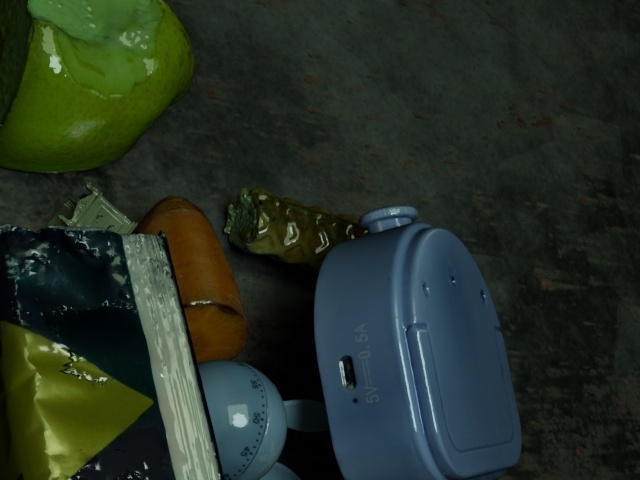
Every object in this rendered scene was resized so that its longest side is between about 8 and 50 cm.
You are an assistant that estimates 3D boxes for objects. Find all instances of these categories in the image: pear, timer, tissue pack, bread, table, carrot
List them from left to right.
[{"bbox_3d":[-0.265,0.214,1.584,0.253,0.264,0.416,2,66,-37],"label":"tissue pack"},{"bbox_3d":[-0.287,-0.014,1.831,0.083,0.062,0.079,43,47,-11],"label":"table"},{"bbox_3d":[-0.283,-0.225,1.877,0.282,0.176,0.286,14,60,-35],"label":"pear"},{"bbox_3d":[-0.182,0.041,1.838,0.159,0.159,0.225,13,49,-33],"label":"carrot"},{"bbox_3d":[-0.099,0.228,1.812,0.255,0.175,0.175,22,49,-65],"label":"timer"},{"bbox_3d":[0.000,0.000,2.036,0.269,0.098,0.087,16,99,-32],"label":"bread"},{"bbox_3d":[0.110,0.144,1.911,0.395,0.173,0.394,44,38,-50],"label":"timer"}]
